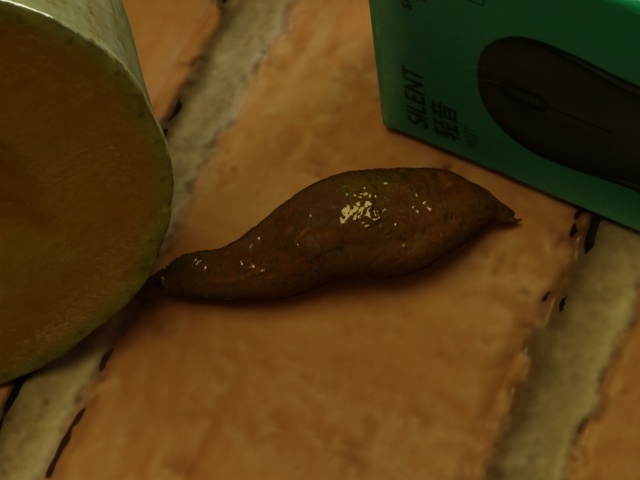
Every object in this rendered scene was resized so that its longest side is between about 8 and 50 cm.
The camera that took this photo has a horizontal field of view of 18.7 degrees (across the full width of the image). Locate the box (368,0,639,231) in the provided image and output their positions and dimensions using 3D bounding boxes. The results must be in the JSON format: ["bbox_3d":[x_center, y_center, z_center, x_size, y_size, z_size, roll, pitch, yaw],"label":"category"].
[{"bbox_3d":[0.179,-0.103,1.043,0.311,0.205,0.118,25,62,19],"label":"box"}]

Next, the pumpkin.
[{"bbox_3d":[-0.257,-0.074,1.026,0.332,0.332,0.199,-16,52,-3],"label":"pumpkin"}]

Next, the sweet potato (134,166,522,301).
[{"bbox_3d":[0.001,-0.004,1.086,0.226,0.068,0.068,-13,58,0],"label":"sweet potato"}]
